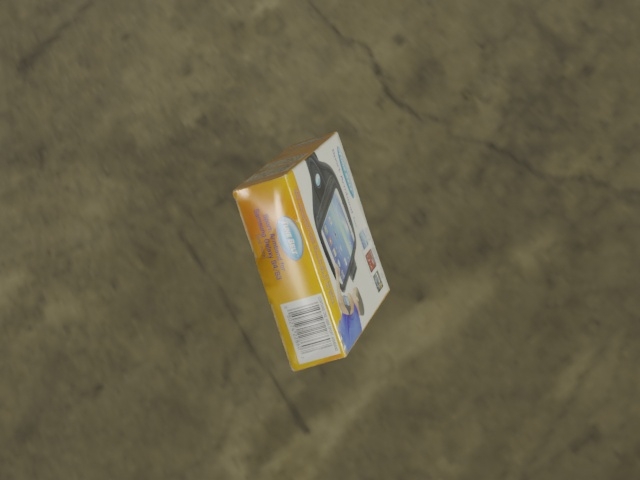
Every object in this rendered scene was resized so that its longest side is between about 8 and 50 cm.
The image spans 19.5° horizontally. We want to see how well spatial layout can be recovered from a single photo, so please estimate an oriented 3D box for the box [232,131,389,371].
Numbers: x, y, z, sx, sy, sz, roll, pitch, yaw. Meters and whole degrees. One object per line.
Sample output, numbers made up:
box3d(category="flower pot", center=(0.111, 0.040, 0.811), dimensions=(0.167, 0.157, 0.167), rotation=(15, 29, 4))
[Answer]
box3d(category="box", center=(0.000, 0.000, 0.823), dimensions=(0.028, 0.136, 0.081), rotation=(-16, 99, 16))
